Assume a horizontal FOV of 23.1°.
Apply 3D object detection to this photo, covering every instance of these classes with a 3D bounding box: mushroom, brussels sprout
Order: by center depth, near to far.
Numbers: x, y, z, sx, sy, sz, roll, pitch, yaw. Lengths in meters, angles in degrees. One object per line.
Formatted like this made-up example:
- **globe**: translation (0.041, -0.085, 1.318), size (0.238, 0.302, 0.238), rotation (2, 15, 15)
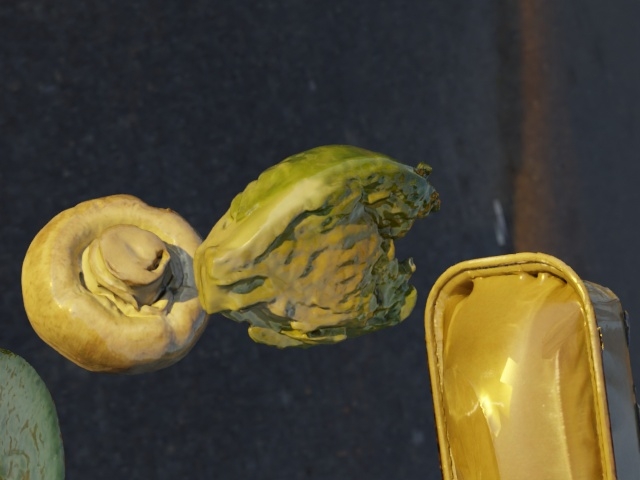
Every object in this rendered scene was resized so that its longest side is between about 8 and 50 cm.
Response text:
- **brussels sprout**: translation (-0.002, -0.002, 0.994), size (0.181, 0.139, 0.100), rotation (-5, 42, -27)
- **mushroom**: translation (-0.169, 0.034, 1.333), size (0.166, 0.127, 0.166), rotation (13, 51, -17)

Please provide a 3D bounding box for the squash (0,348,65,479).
- **squash**: translation (-0.251, 0.192, 1.086), size (0.252, 0.048, 0.252), rotation (4, 90, -72)

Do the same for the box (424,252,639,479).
- **box**: translation (0.112, 0.094, 0.811), size (0.111, 0.111, 0.177), rotation (-8, 89, -61)
